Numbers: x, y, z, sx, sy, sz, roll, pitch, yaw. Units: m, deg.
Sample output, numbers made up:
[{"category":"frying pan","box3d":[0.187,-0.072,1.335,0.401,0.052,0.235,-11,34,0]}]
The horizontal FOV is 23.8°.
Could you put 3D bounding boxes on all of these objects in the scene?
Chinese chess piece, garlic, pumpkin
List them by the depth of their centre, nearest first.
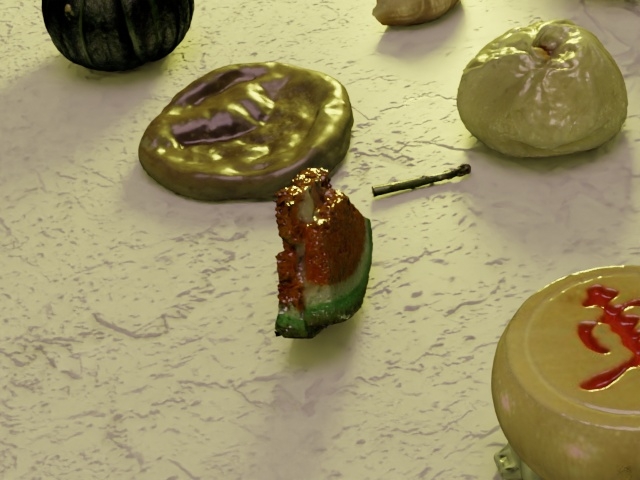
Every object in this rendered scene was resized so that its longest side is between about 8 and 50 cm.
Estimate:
[{"category":"Chinese chess piece","box3d":[0.282,0.127,1.395,0.251,0.097,0.251,-5,37,4]},{"category":"pumpkin","box3d":[-0.289,-0.337,2.170,0.220,0.162,0.220,-1,36,1]},{"category":"garlic","box3d":[0.159,-0.378,2.207,0.101,0.087,0.195,1,38,33]}]

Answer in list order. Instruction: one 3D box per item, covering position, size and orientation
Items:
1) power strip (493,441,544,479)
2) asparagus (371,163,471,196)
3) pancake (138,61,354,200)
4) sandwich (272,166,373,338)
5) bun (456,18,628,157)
[{"category":"power strip","box3d":[0.333,0.172,1.455,0.338,0.058,0.098,-9,36,-2]},{"category":"asparagus","box3d":[0.124,-0.073,1.858,0.127,0.018,0.015,-14,72,-8]},{"category":"pancake","box3d":[-0.087,-0.148,1.970,0.294,0.049,0.294,-4,38,3]},{"category":"sandwich","box3d":[0.007,0.005,1.670,0.079,0.159,0.235,-2,17,16]},{"category":"bun","box3d":[0.276,-0.196,1.895,0.220,0.134,0.220,-3,40,2]}]
